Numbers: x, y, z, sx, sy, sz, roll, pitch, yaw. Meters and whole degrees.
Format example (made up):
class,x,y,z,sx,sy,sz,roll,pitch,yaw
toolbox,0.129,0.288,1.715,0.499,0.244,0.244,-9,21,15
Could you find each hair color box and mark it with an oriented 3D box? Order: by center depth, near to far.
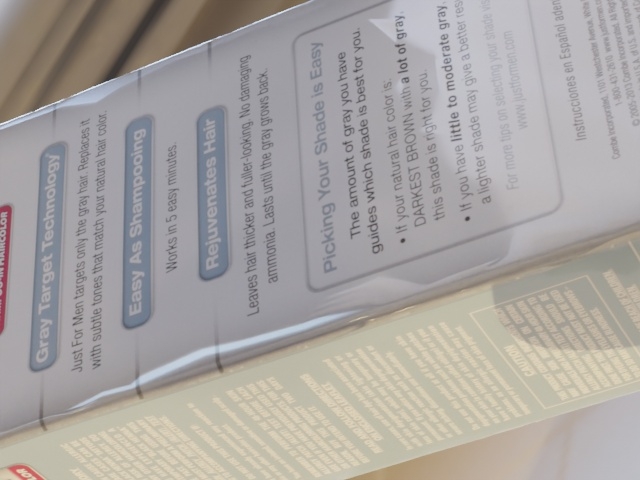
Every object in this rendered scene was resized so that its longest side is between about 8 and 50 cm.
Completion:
class,x,y,z,sx,sy,sz,roll,pitch,yaw
hair color box,0.000,0.000,0.795,0.113,0.374,0.185,50,-152,-47
